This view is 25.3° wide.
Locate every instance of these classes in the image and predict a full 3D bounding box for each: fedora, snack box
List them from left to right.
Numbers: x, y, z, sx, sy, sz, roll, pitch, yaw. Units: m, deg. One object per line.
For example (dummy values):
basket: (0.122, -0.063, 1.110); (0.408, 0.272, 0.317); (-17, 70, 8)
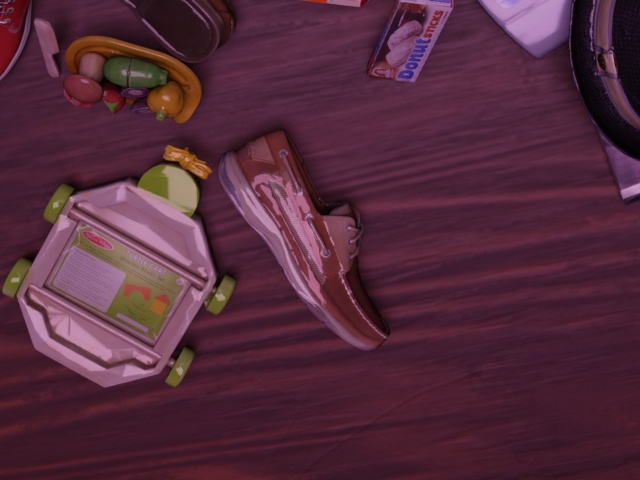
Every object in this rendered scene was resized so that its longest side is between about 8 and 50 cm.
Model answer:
snack box: (0.107, -0.248, 1.744); (0.064, 0.178, 0.022); (5, 66, -10)
fedora: (0.459, -0.243, 1.696); (0.334, 0.152, 0.334); (-4, 104, -15)

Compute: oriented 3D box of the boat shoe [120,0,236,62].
boat shoe: (-0.224, -0.356, 1.760); (0.110, 0.104, 0.307); (-30, 105, 30)

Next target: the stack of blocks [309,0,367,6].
stack of blocks: (0.043, -0.373, 1.715); (0.297, 0.087, 0.171); (8, 110, 11)

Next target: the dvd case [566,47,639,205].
dvd case: (0.429, -0.174, 1.821); (0.164, 0.018, 0.221); (-22, 102, 7)

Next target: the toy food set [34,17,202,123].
toy food set: (-0.261, -0.189, 1.787); (0.217, 0.128, 0.071); (16, 61, 1)

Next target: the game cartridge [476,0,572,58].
game cartridge: (0.253, -0.384, 1.756); (0.198, 0.062, 0.297); (-32, 102, 6)

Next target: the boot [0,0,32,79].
boot: (-0.401, -0.296, 1.744); (0.088, 0.176, 0.244); (20, 106, -5)

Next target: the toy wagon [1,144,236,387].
toy wagon: (-0.245, 0.026, 1.881); (0.267, 0.068, 0.344); (30, 104, -6)

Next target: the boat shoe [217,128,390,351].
boat shoe: (0.000, 0.000, 1.837); (0.116, 0.123, 0.324); (-35, 103, 9)
